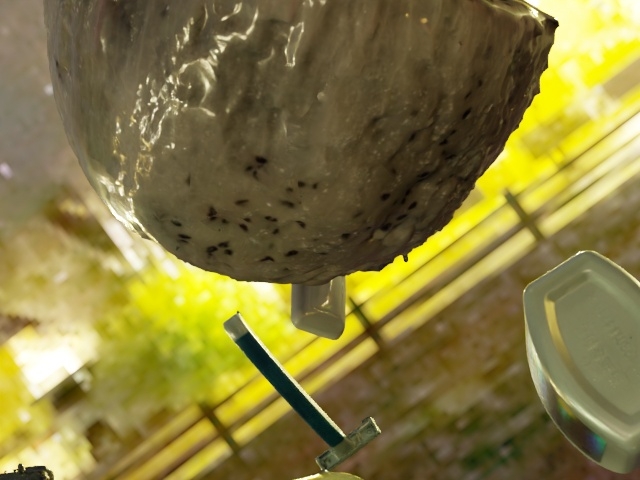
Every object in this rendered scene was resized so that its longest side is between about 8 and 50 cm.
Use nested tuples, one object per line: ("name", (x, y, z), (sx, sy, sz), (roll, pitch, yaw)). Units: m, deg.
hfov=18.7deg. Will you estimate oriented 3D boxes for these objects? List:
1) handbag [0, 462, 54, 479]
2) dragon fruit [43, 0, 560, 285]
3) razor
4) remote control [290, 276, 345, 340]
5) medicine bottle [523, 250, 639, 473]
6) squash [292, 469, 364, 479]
("handbag", (-0.243, 0.248, 1.060), (0.260, 0.079, 0.247), (-10, 50, 45))
("dragon fruit", (-0.049, -0.092, 1.056), (0.204, 0.283, 0.221), (-8, -54, -60))
("razor", (-0.023, 0.138, 1.763), (0.068, 0.191, 0.037), (-37, 28, 6))
("remote control", (0.000, 0.000, 1.663), (0.027, 0.050, 0.184), (-43, 36, 42))
("medicine bottle", (0.181, 0.086, 1.241), (0.083, 0.121, 0.229), (-33, -14, -2))
("squash", (-0.072, 0.253, 1.500), (0.137, 0.137, 0.287), (-36, -23, 32))
